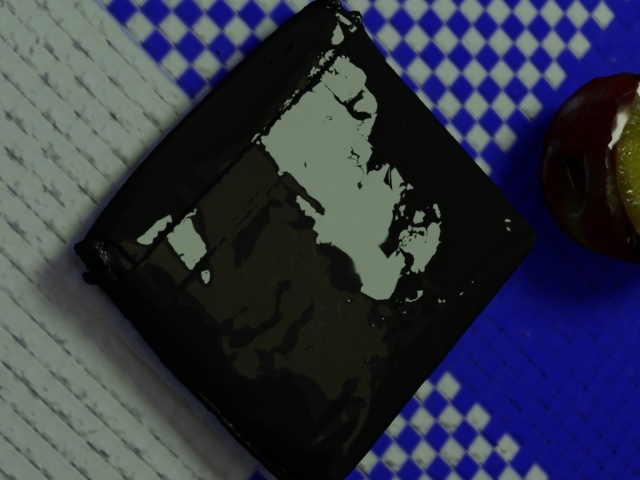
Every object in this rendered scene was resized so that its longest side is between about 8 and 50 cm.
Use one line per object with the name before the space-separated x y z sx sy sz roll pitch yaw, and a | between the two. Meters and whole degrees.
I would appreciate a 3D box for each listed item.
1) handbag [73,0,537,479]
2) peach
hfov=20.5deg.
handbag | 0.000 0.000 1.094 0.223 0.080 0.247 49 66 -16
peach | 0.220 -0.048 1.208 0.172 0.092 0.127 0 91 -39
